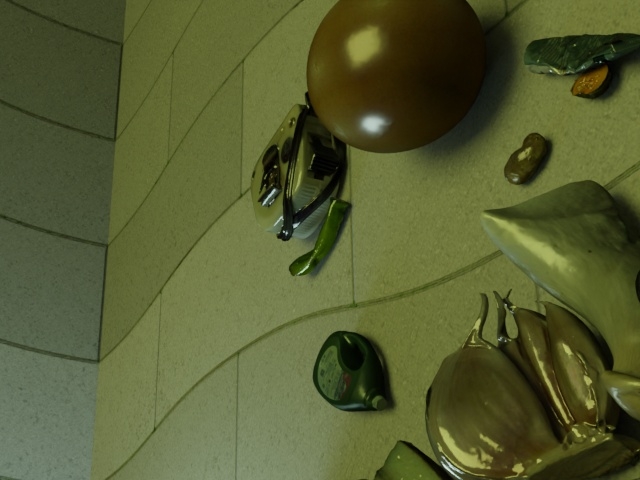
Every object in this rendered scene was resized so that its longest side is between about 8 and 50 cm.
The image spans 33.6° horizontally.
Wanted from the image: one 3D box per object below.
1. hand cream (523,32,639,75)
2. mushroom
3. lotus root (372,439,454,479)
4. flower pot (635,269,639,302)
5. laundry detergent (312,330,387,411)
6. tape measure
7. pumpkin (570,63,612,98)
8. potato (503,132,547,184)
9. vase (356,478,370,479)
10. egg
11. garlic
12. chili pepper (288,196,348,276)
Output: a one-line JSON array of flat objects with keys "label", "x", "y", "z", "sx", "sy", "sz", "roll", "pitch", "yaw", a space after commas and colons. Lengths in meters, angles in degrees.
[{"label": "hand cream", "x": 0.372, "y": -0.276, "z": 1.522, "sx": 0.075, "sy": 0.052, "sz": 0.248, "roll": -43, "pitch": 17, "yaw": -15}, {"label": "mushroom", "x": 0.357, "y": 0.072, "z": 1.290, "sx": 0.397, "sy": 0.177, "sz": 0.126, "roll": -121, "pitch": 22, "yaw": -52}, {"label": "lotus root", "x": 0.153, "y": 0.471, "z": 1.535, "sx": 0.267, "sy": 0.149, "sz": 0.260, "roll": -58, "pitch": 32, "yaw": -3}, {"label": "flower pot", "x": 0.457, "y": -0.022, "z": 1.063, "sx": 0.267, "sy": 0.266, "sz": 0.267, "roll": -116, "pitch": 37, "yaw": -51}, {"label": "laundry detergent", "x": 0.062, "y": 0.242, "z": 1.883, "sx": 0.211, "sy": 0.063, "sz": 0.137, "roll": 28, "pitch": 97, "yaw": 62}, {"label": "tape measure", "x": -0.046, "y": -0.138, "z": 2.183, "sx": 0.271, "sy": 0.132, "sz": 0.232, "roll": -52, "pitch": 36, "yaw": 35}, {"label": "pumpkin", "x": 0.390, "y": -0.222, "z": 1.502, "sx": 0.050, "sy": 0.028, "sz": 0.083, "roll": -60, "pitch": 20, "yaw": -3}, {"label": "potato", "x": 0.309, "y": -0.121, "z": 1.595, "sx": 0.092, "sy": 0.045, "sz": 0.046, "roll": -56, "pitch": -2, "yaw": 31}, {"label": "vase", "x": -0.001, "y": 0.512, "z": 1.814, "sx": 0.301, "sy": 0.156, "sz": 0.251, "roll": -38, "pitch": 62, "yaw": 43}, {"label": "egg", "x": 0.120, "y": -0.289, "z": 1.764, "sx": 0.351, "sy": 0.282, "sz": 0.283, "roll": -23, "pitch": 59, "yaw": 61}, {"label": "garlic", "x": 0.263, "y": 0.209, "z": 1.372, "sx": 0.292, "sy": 0.210, "sz": 0.238, "roll": 55, "pitch": 134, "yaw": 44}, {"label": "chili pepper", "x": 0.000, "y": 0.000, "z": 2.120, "sx": 0.202, "sy": 0.050, "sz": 0.052, "roll": -59, "pitch": 16, "yaw": 26}]
